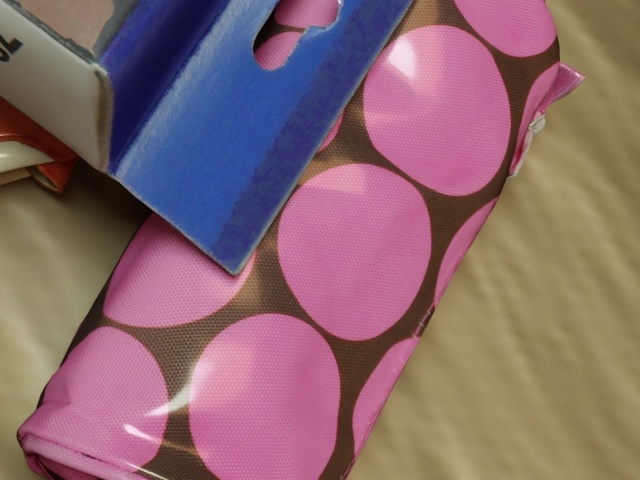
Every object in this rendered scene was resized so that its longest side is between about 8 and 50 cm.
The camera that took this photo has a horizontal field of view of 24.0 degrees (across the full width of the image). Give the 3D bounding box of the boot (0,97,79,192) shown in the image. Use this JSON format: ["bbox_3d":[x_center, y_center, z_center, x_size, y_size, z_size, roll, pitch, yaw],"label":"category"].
[{"bbox_3d":[-0.072,-0.060,0.466,0.158,0.059,0.084,-18,84,-9],"label":"boot"}]

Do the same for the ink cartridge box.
[{"bbox_3d":[-0.094,-0.153,0.356,0.333,0.065,0.165,37,68,-18],"label":"ink cartridge box"}]

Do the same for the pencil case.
[{"bbox_3d":[0.000,0.000,0.457,0.098,0.095,0.209,38,69,-19],"label":"pencil case"}]
